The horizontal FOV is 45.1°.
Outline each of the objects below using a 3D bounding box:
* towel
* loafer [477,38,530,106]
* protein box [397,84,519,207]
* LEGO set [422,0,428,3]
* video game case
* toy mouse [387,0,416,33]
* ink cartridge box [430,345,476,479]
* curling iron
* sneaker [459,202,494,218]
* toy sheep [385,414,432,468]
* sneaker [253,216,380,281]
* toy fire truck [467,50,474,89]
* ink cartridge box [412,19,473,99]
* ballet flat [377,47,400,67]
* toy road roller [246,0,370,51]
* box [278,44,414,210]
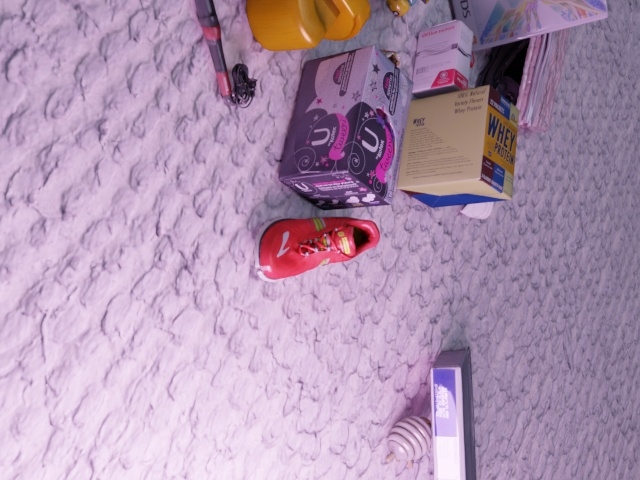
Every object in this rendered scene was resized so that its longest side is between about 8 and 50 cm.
[{"bbox_3d":[0.564,-0.439,1.934,0.317,0.053,0.331,-15,117,-65],"label":"towel"},{"bbox_3d":[0.459,-0.394,1.893,0.109,0.095,0.302,44,56,-39],"label":"loafer"},{"bbox_3d":[0.289,-0.190,1.608,0.136,0.200,0.201,23,70,-46],"label":"protein box"},{"bbox_3d":[0.191,-0.595,1.410,0.255,0.192,0.331,49,10,16],"label":"LEGO set"},{"bbox_3d":[0.453,-0.609,1.738,0.036,0.329,0.299,-46,123,-66],"label":"video game case"},{"bbox_3d":[0.176,-0.548,1.633,0.161,0.031,0.143,42,57,-38],"label":"toy mouse"},{"bbox_3d":[0.281,0.402,1.621,0.330,0.071,0.324,5,82,-77],"label":"ink cartridge box"},{"bbox_3d":[-0.167,-0.342,1.228,0.068,0.035,0.274,-41,118,-47],"label":"curling iron"},{"bbox_3d":[0.358,-0.159,1.785,0.094,0.080,0.212,6,84,-36],"label":"sneaker"},{"bbox_3d":[0.175,0.397,1.527,0.132,0.091,0.091,-39,116,-37],"label":"toy sheep"},{"bbox_3d":[0.000,0.000,1.329,0.279,0.118,0.107,-18,100,-48],"label":"sneaker"},{"bbox_3d":[0.318,-0.350,1.768,0.135,0.047,0.192,50,52,-35],"label":"toy fire truck"},{"bbox_3d":[0.263,-0.385,1.661,0.063,0.109,0.150,24,70,-44],"label":"ink cartridge box"},{"bbox_3d":[0.110,-0.269,1.505,0.091,0.077,0.240,17,75,-47],"label":"ballet flat"},{"bbox_3d":[-0.041,-0.462,1.264,0.329,0.203,0.240,47,66,-36],"label":"toy road roller"},{"bbox_3d":[0.048,-0.195,1.364,0.142,0.163,0.247,30,65,-45],"label":"box"}]
